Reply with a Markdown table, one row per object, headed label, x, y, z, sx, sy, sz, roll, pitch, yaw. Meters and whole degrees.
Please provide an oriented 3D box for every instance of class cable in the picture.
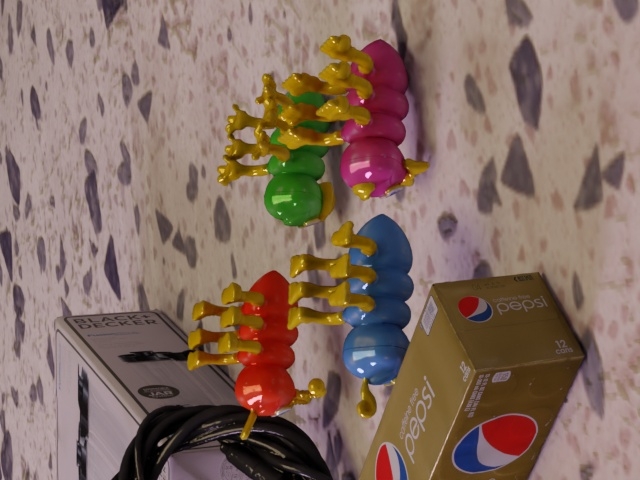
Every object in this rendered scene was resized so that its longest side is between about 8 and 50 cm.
| label | x | y | z | sx | sy | sz | roll | pitch | yaw |
| --- | --- | --- | --- | --- | --- | --- | --- | --- | --- |
| cable | -0.054 | 0.178 | 1.201 | 0.150 | 0.047 | 0.184 | -33 | 73 | 19 |

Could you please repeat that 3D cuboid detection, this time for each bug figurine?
| label | x | y | z | sx | sy | sz | roll | pitch | yaw |
| --- | --- | --- | --- | --- | --- | --- | --- | --- | --- |
| bug figurine | 0.000 | 0.000 | 1.103 | 0.279 | 0.072 | 0.216 | 155 | 120 | -69 |

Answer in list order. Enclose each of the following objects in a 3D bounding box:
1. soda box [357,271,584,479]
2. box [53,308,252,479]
| label | x | y | z | sx | sy | sz | roll | pitch | yaw |
| --- | --- | --- | --- | --- | --- | --- | --- | --- | --- |
| soda box | 0.069 | 0.100 | 0.982 | 0.181 | 0.061 | 0.058 | 108 | 147 | -43 |
| box | -0.113 | 0.171 | 1.411 | 0.290 | 0.087 | 0.169 | -147 | 55 | -62 |
